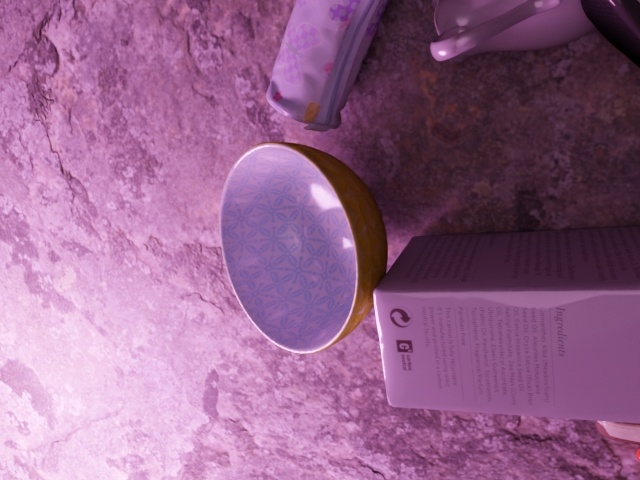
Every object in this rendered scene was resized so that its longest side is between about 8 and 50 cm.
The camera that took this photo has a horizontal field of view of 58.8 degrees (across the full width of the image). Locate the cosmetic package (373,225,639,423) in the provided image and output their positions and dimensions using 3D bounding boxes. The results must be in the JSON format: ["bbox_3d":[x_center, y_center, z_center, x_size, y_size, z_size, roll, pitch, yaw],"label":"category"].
[{"bbox_3d":[0.316,0.089,0.688,0.452,0.230,0.162,-3,106,23],"label":"cosmetic package"}]

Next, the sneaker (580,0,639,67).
[{"bbox_3d":[0.391,-0.235,0.579,0.270,0.090,0.145,25,115,-29],"label":"sneaker"}]

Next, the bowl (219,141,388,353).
[{"bbox_3d":[0.000,0.000,0.805,0.289,0.156,0.290,16,112,45],"label":"bowl"}]

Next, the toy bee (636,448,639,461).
[{"bbox_3d":[0.508,0.349,0.755,0.195,0.162,0.298,-28,120,18],"label":"toy bee"}]

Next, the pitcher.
[{"bbox_3d":[0.227,-0.264,0.639,0.207,0.178,0.126,-15,117,26],"label":"pitcher"}]

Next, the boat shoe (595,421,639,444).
[{"bbox_3d":[0.497,0.219,0.733,0.257,0.095,0.095,-2,100,22],"label":"boat shoe"}]

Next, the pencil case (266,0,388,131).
[{"bbox_3d":[0.023,-0.284,0.747,0.124,0.113,0.273,41,120,30],"label":"pencil case"}]
